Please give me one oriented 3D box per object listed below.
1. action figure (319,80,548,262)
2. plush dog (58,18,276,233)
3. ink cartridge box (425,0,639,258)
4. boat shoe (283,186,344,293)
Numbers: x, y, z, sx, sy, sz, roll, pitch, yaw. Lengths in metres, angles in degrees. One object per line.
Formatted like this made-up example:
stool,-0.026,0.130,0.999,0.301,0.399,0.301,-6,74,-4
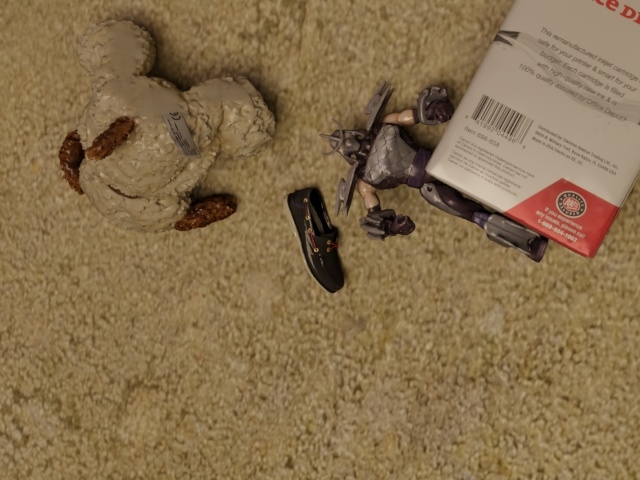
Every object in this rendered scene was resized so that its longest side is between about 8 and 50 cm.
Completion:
action figure,0.133,-0.075,1.724,0.285,0.099,0.185,20,99,3
plush dog,-0.208,-0.097,1.805,0.262,0.210,0.225,26,141,10
ink cartridge box,0.261,-0.145,1.607,0.197,0.114,0.273,29,94,7
boat shoe,-0.001,0.001,1.829,0.042,0.049,0.133,-17,98,31
